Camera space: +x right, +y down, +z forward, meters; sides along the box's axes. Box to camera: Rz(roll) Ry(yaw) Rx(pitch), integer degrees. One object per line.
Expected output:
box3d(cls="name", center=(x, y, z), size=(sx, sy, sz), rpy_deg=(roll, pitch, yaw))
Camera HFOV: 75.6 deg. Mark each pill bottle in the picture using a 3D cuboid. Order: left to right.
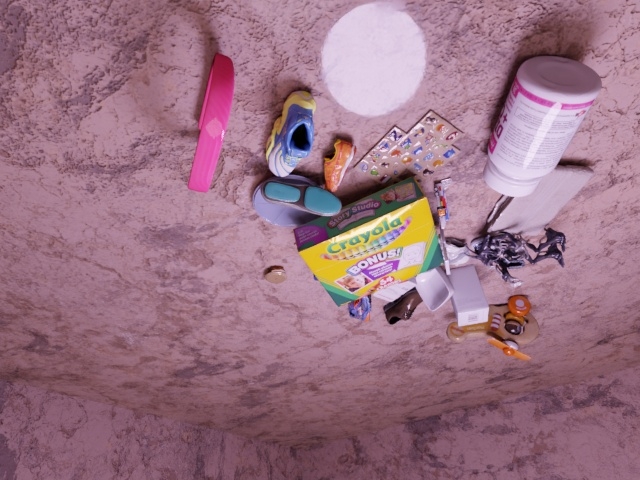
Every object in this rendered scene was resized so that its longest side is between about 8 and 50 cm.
box3d(cls="pill bottle", center=(0.478, -0.244, 0.930), size=(0.160, 0.160, 0.283), rpy_deg=(-2, 141, -3))

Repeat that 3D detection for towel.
box3d(cls="towel", center=(0.621, -0.114, 1.195), size=(0.187, 0.049, 0.282), rpy_deg=(3, 142, -12))

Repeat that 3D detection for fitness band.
box3d(cls="fitness band", center=(-0.221, -0.230, 0.843), size=(0.054, 0.209, 0.291), rpy_deg=(11, 139, -20))

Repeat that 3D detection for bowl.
box3d(cls="bowl", center=(0.406, 0.160, 1.454), size=(0.053, 0.142, 0.142), rpy_deg=(-11, 148, -29))

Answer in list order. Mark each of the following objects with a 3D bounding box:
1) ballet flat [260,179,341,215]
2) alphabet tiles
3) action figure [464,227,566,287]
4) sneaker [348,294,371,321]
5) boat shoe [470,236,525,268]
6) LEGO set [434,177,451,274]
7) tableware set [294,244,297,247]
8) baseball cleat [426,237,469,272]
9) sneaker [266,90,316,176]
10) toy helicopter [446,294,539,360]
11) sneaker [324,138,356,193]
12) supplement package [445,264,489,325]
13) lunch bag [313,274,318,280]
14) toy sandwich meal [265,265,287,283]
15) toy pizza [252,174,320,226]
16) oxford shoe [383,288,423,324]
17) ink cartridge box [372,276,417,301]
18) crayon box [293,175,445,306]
box3d(cls="ballet flat", center=(-0.051, -0.112, 1.072), size=(0.213, 0.072, 0.068), rpy_deg=(13, 176, -12))
box3d(cls="alphabet tiles", center=(0.235, -0.220, 1.058), size=(0.198, 0.009, 0.237), rpy_deg=(23, 134, -29))
box3d(cls="action figure", center=(0.588, 0.045, 1.247), size=(0.275, 0.141, 0.164), rpy_deg=(-9, 136, 11))
box3d(cls="sneaker", center=(0.149, 0.245, 1.573), size=(0.087, 0.083, 0.221), rpy_deg=(1, 139, 2))
box3d(cls="boat shoe", center=(0.588, 0.042, 1.356), size=(0.183, 0.083, 0.065), rpy_deg=(7, 140, -14))
box3d(cls="LEGO set", center=(0.352, -0.045, 1.146), size=(0.060, 0.182, 0.244), rpy_deg=(-9, 141, 16))
box3d(cls="tableware set", center=(0.000, 0.000, 1.300), size=(0.168, 0.020, 0.141), rpy_deg=(-5, 141, 0))
box3d(cls="baseball cleat", center=(0.385, 0.046, 1.370), size=(0.206, 0.072, 0.109), rpy_deg=(-15, 124, 10))
box3d(cls="sneaker", center=(-0.073, -0.213, 0.943), size=(0.091, 0.126, 0.240), rpy_deg=(7, 139, -14))
box3d(cls="toy helicopter", center=(0.689, 0.368, 1.650), size=(0.355, 0.235, 0.140), rpy_deg=(-8, 141, 5))
box3d(cls="sneaker", center=(0.036, -0.186, 1.055), size=(0.067, 0.064, 0.175), rpy_deg=(24, 133, 0))
box3d(cls="supplement package", center=(0.516, 0.194, 1.461), size=(0.105, 0.179, 0.105), rpy_deg=(-13, 141, 10))
box3d(cls="lunch bag", center=(0.011, 0.086, 1.371), size=(0.067, 0.065, 0.098), rpy_deg=(1, 151, -12))
box3d(cls="toy sandwich meal", center=(-0.154, 0.119, 1.428), size=(0.085, 0.029, 0.085), rpy_deg=(-3, 146, -2))
box3d(cls="toy pizza", center=(-0.086, -0.112, 1.144), size=(0.201, 0.032, 0.201), rpy_deg=(-2, 141, -1))
box3d(cls="oxford shoe", center=(0.342, 0.261, 1.597), size=(0.083, 0.096, 0.227), rpy_deg=(21, 133, -26))
box3d(cls="ink cartridge box", center=(0.263, 0.156, 1.489), size=(0.099, 0.056, 0.135), rpy_deg=(22, 134, -29))
box3d(cls="crayon box", center=(0.151, 0.020, 1.200), size=(0.363, 0.106, 0.313), rpy_deg=(-24, 138, 9))
